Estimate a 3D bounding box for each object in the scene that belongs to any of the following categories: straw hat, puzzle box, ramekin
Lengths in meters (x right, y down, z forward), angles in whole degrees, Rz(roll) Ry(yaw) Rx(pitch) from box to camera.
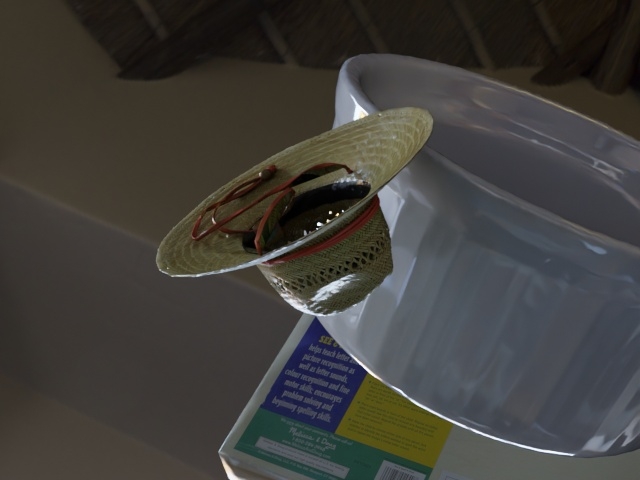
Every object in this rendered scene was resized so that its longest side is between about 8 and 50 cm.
[{"bbox_3d":[0.000,0.000,0.422,0.144,0.144,0.061,-16,-67,33],"label":"straw hat"},{"bbox_3d":[0.159,0.133,0.728,0.409,0.272,0.052,14,-39,25],"label":"puzzle box"},{"bbox_3d":[0.120,0.004,0.559,0.277,0.277,0.135,26,-67,11],"label":"ramekin"}]
